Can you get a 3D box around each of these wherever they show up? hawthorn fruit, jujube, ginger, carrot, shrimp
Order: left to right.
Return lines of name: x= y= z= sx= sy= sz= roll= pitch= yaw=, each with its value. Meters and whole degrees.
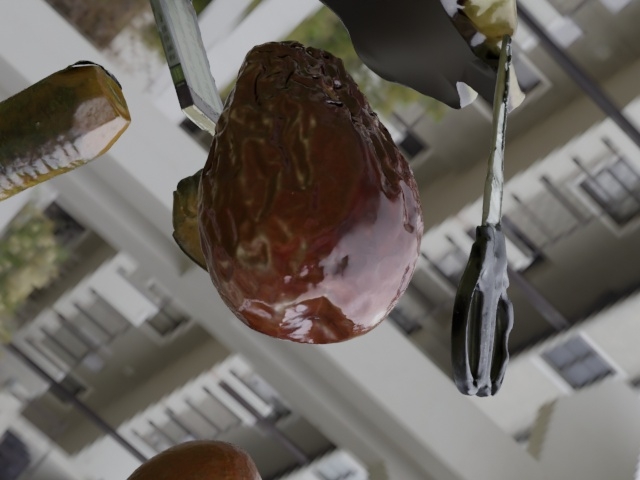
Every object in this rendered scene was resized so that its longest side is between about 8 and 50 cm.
carrot: x=-0.240 y=-0.082 z=1.184 sx=0.173 sy=0.082 sz=0.082 roll=-30 pitch=-162 yaw=12
hawthorn fruit: x=-0.184 y=0.359 z=1.812 sx=0.251 sy=0.199 sz=0.199 roll=-14 pitch=-177 yaw=-20
shrimp: x=-0.061 y=-0.062 z=1.474 sx=0.058 sy=0.169 sz=0.296 roll=112 pitch=-9 yaw=-46
jujube: x=-0.011 y=-0.040 z=1.080 sx=0.168 sy=0.168 sz=0.236 roll=-34 pitch=-128 yaw=41
ginger: x=0.158 y=-0.344 z=1.722 sx=0.211 sy=0.358 sz=0.413 roll=-38 pitch=-168 yaw=-18

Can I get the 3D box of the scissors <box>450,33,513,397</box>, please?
scissors: x=0.141 y=-0.022 z=1.170 sx=0.022 sy=0.109 sz=0.300 roll=4 pitch=-97 yaw=26

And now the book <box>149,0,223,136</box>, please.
book: x=-0.176 y=-0.246 z=1.856 sx=0.026 sy=0.231 sz=0.157 roll=-22 pitch=161 yaw=12
